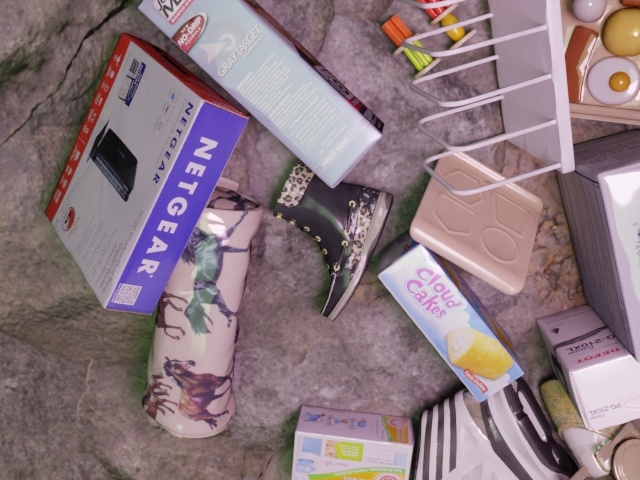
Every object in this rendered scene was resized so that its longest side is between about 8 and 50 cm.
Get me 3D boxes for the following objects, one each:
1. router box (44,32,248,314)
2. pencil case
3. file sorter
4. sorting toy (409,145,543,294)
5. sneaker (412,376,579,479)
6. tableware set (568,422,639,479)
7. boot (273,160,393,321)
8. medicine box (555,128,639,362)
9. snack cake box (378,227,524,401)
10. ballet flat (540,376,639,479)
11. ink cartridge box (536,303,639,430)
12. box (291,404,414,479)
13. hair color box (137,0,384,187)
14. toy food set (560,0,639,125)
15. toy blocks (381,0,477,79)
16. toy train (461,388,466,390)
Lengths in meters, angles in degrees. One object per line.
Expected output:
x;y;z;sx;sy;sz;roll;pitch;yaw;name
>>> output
-0.281;-0.110;1.104;0.082;0.301;0.335;15;109;-44;router box
-0.195;0.104;1.195;0.159;0.183;0.410;8;102;-4;pencil case
0.224;-0.231;1.020;0.173;0.193;0.278;-16;114;-5;file sorter
0.246;-0.033;1.131;0.193;0.208;0.038;30;142;-2;sorting toy
0.314;0.450;1.261;0.257;0.169;0.448;-25;101;26;sneaker
0.459;0.393;1.134;0.194;0.039;0.128;-37;82;-17;tableware set
0.001;-0.001;1.202;0.178;0.085;0.236;24;103;4;boot
0.461;-0.009;1.046;0.149;0.289;0.264;-15;101;9;medicine box
0.206;0.111;1.169;0.089;0.152;0.264;-38;98;14;snack cake box
0.501;0.371;1.210;0.348;0.123;0.123;40;103;-6;ballet flat
0.452;0.177;1.116;0.172;0.237;0.100;-19;101;9;ink cartridge box
0.057;0.373;1.268;0.203;0.103;0.114;5;103;4;box
-0.074;-0.257;1.092;0.374;0.185;0.113;42;104;-5;hair color box
0.468;-0.277;1.048;0.306;0.092;0.220;13;104;24;toy food set
0.150;-0.345;1.118;0.123;0.054;0.148;-37;97;12;toy blocks
0.256;0.275;1.272;0.023;0.017;0.083;43;103;-16;toy train
